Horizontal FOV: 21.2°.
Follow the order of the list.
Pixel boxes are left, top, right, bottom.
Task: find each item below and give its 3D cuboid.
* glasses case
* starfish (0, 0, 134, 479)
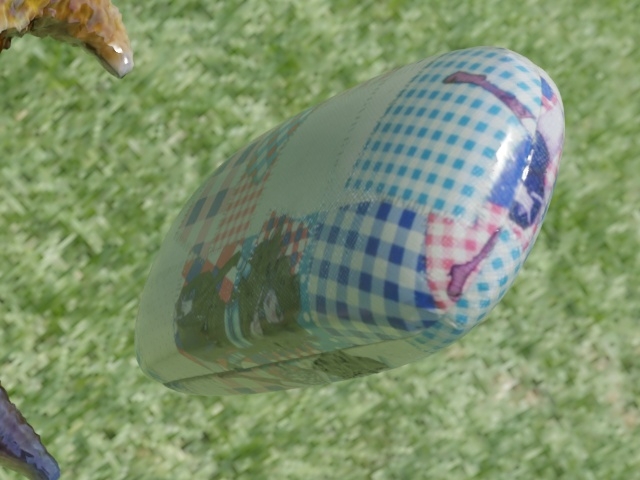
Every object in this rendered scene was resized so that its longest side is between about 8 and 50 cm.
[{"bbox_3d":[0.000,0.000,0.762,0.076,0.327,0.125,28,70,-21],"label":"glasses case"},{"bbox_3d":[-0.104,-0.006,0.370,0.071,0.216,0.238,18,41,12],"label":"starfish"}]
